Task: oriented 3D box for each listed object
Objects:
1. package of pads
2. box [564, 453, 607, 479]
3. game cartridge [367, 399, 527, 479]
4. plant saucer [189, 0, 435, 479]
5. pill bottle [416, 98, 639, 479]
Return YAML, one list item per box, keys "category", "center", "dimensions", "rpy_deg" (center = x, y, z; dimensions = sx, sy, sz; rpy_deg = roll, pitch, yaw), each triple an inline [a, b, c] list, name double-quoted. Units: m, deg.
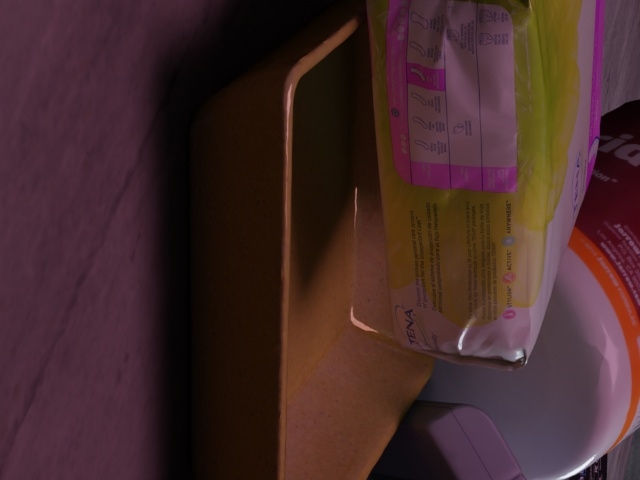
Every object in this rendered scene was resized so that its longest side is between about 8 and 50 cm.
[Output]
- category: "package of pads"
  center: [0.111, -0.093, 1.032]
  dimensions: [0.229, 0.101, 0.296]
  rpy_deg: [-63, 156, -44]
- category: "box"
  center: [0.158, 0.236, 1.471]
  dimensions: [0.293, 0.073, 0.295]
  rpy_deg: [14, 76, -51]
- category: "game cartridge"
  center: [0.121, 0.253, 1.224]
  dimensions: [0.062, 0.198, 0.297]
  rpy_deg: [-27, 98, -27]
- category: "plant saucer"
  center: [0.000, 0.000, 1.036]
  dimensions: [0.333, 0.081, 0.333]
  rpy_deg: [-49, 145, -60]
- category: "pill bottle"
  center: [0.247, 0.014, 1.342]
  dimensions: [0.392, 0.224, 0.224]
  rpy_deg: [-28, 129, -41]
